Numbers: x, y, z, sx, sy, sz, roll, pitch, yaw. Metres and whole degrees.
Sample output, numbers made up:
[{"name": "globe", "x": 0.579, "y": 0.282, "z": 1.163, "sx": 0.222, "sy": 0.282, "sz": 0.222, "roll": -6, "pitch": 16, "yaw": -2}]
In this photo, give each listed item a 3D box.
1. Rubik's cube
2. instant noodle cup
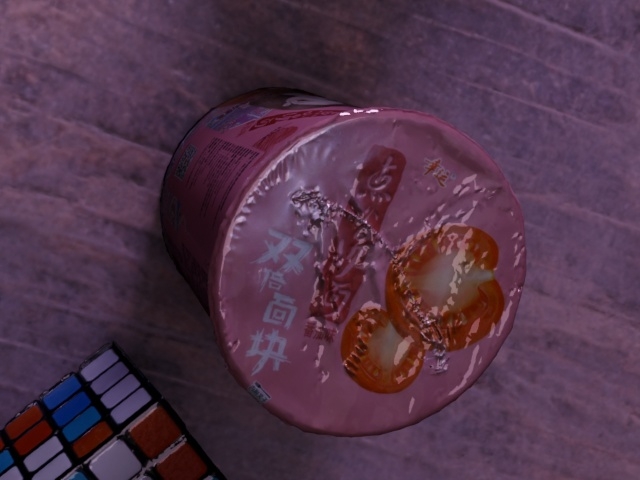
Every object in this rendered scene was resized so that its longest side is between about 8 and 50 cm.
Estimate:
[{"name": "Rubik's cube", "x": -0.161, "y": 0.196, "z": 1.509, "sx": 0.155, "sy": 0.154, "sz": 0.151, "roll": -39, "pitch": 115, "yaw": -7}, {"name": "instant noodle cup", "x": 0.000, "y": 0.000, "z": 1.477, "sx": 0.243, "sy": 0.231, "sz": 0.243, "roll": -5, "pitch": 105, "yaw": -19}]
